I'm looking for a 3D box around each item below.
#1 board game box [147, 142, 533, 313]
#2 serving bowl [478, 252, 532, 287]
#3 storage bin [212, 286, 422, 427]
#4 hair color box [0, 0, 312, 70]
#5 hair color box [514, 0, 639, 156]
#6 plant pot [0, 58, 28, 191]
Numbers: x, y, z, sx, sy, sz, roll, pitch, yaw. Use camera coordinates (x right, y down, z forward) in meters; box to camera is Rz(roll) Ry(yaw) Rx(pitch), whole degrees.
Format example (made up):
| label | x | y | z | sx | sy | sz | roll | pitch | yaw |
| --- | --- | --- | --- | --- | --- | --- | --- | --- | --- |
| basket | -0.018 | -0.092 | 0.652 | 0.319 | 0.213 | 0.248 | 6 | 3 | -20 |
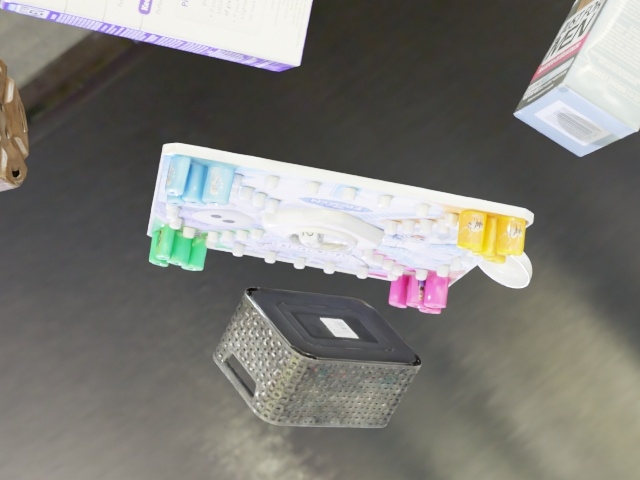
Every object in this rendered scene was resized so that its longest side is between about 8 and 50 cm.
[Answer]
| label | x | y | z | sx | sy | sz | roll | pitch | yaw |
| --- | --- | --- | --- | --- | --- | --- | --- | --- | --- |
| board game box | 0.000 | 0.000 | 1.603 | 0.390 | 0.050 | 0.390 | 10 | 166 | -7 |
| serving bowl | 0.242 | 0.024 | 1.828 | 0.027 | 0.083 | 0.083 | -53 | 163 | -25 |
| storage bin | -0.002 | 0.120 | 1.428 | 0.180 | 0.122 | 0.084 | 7 | 119 | -41 |
| hair color box | -0.176 | -0.318 | 1.586 | 0.339 | 0.185 | 0.110 | 11 | 180 | -16 |
| hair color box | 0.396 | -0.301 | 1.735 | 0.374 | 0.114 | 0.185 | -60 | -174 | -11 |
| plant pot | -0.366 | -0.097 | 1.289 | 0.165 | 0.167 | 0.167 | -9 | 156 | 6 |
